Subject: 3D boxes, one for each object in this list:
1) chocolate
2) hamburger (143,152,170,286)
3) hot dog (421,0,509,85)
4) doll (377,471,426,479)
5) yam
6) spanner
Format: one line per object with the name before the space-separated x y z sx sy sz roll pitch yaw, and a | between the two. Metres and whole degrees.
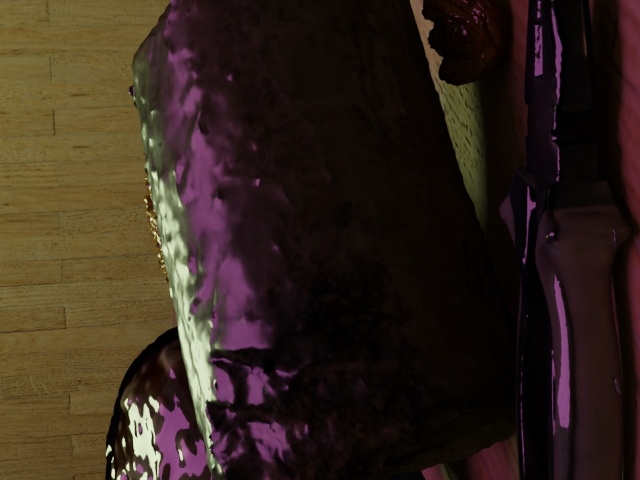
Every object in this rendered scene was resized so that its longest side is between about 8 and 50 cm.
chocolate | -0.057 0.227 1.199 0.210 0.225 0.340 -110 31 -44
hamburger | -0.076 -0.068 1.314 0.276 0.179 0.294 96 166 -45
hot dog | 0.082 -0.121 0.831 0.083 0.035 0.058 -149 44 -77
doll | 0.010 0.116 0.970 0.177 0.141 0.314 22 -133 -52
yam | 0.000 0.000 0.824 0.195 0.195 0.300 113 145 -67
spanner | 0.116 0.022 0.682 0.095 0.040 0.325 -139 46 -77
